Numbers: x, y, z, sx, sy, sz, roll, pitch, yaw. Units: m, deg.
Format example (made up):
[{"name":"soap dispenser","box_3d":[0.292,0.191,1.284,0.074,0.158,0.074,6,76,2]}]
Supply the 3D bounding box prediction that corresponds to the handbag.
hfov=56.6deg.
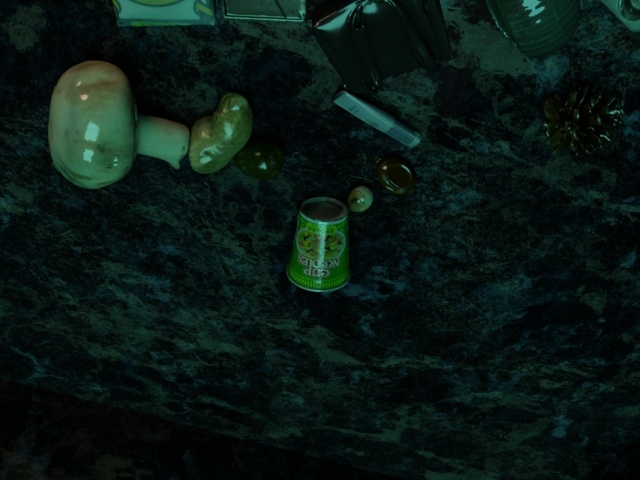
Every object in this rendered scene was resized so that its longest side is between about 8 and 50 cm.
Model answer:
[{"name":"handbag","box_3d":[0.149,-0.474,1.388,0.285,0.114,0.257,-18,135,19]}]

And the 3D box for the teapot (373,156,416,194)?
[{"name":"teapot","box_3d":[0.208,-0.184,1.669,0.129,0.078,0.098,32,86,-11]}]

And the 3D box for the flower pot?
[{"name":"flower pot","box_3d":[0.457,-0.509,1.275,0.157,0.189,0.243,-35,131,18]}]

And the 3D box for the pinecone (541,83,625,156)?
[{"name":"pinecone","box_3d":[0.651,-0.297,1.480,0.195,0.150,0.179,-20,122,16]}]

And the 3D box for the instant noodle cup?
[{"name":"instant noodle cup","box_3d":[0.000,0.000,1.777,0.206,0.207,0.233,4,123,0]}]

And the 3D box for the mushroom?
[{"name":"mushroom","box_3d":[-0.514,-0.281,1.519,0.335,0.315,0.314,9,136,-34]}]

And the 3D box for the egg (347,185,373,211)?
[{"name":"egg","box_3d":[0.114,-0.118,1.731,0.071,0.071,0.083,26,143,-19]}]

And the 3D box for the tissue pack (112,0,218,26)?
[{"name":"tissue pack","box_3d":[-0.350,-0.623,1.260,0.227,0.128,0.311,-1,136,0]}]

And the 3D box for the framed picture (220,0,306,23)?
[{"name":"framed picture","box_3d":[-0.132,-0.626,1.328,0.208,0.019,0.281,3,132,1]}]

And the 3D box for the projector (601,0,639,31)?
[{"name":"projector","box_3d":[0.582,-0.566,1.209,0.250,0.198,0.108,32,127,-21]}]

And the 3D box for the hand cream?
[{"name":"hand cream","box_3d":[0.151,-0.321,1.558,0.255,0.048,0.079,24,163,-19]}]

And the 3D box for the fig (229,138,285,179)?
[{"name":"fig","box_3d":[-0.189,-0.226,1.635,0.177,0.117,0.117,9,134,20]}]

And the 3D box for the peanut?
[{"name":"peanut","box_3d":[-0.265,-0.282,1.577,0.253,0.122,0.137,-37,104,28]}]
